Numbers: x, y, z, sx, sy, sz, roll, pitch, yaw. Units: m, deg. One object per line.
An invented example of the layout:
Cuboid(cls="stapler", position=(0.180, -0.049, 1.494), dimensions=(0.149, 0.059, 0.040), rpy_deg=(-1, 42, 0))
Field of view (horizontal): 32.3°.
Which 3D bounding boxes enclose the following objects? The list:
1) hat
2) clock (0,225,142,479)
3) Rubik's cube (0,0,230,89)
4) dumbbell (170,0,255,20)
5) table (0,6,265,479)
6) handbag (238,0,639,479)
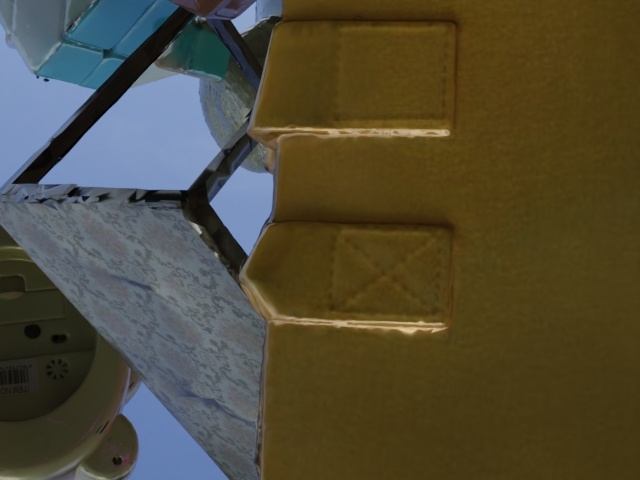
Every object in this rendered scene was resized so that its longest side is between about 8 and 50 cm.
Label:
Cuboid(cls="hat", position=(-0.050, -0.143, 1.133), dimensions=(0.130, 0.257, 0.257), rpy_deg=(-26, -122, -22))
Cuboid(cls="clock", position=(-0.329, 0.129, 1.191), dimensions=(0.284, 0.114, 0.309), rpy_deg=(-4, -115, -19))
Cuboid(cls="Rubik's cube", position=(-0.179, -0.239, 0.998), dimensions=(0.224, 0.265, 0.213), rpy_deg=(57, -157, 18))
Cuboid(cls="dumbbell", position=(-0.107, -0.176, 0.619), dimensions=(0.082, 0.092, 0.231), rpy_deg=(57, -154, 10))
Cuboid(cls="table", position=(0.000, 0.000, 0.810), dimensions=(0.272, 0.222, 0.335), rpy_deg=(-54, -53, -29))
Cuboid(cls="handbag", position=(0.103, -0.068, 0.521), dimensions=(0.283, 0.401, 0.133), rpy_deg=(3, 178, 2))
